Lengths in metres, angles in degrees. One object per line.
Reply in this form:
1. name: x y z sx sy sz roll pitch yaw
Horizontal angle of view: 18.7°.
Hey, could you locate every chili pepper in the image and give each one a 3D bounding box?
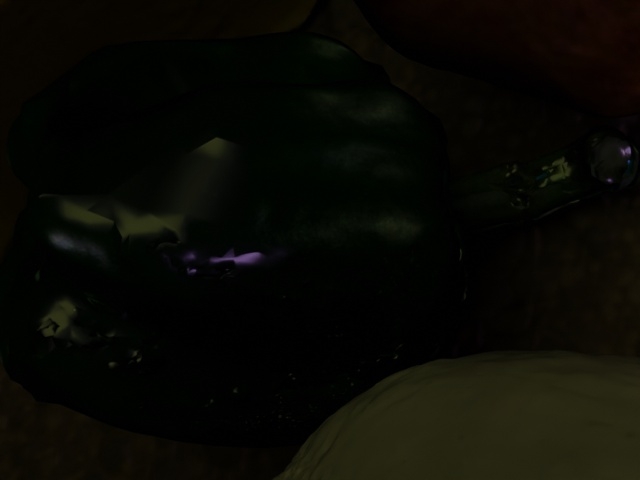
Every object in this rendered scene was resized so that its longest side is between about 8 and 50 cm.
1. chili pepper: 0.000 0.000 0.791 0.174 0.261 0.165 -150 64 -67

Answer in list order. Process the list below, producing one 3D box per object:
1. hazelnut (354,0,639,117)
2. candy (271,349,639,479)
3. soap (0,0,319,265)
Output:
1. hazelnut: 0.114 -0.158 0.774 0.233 0.218 0.218 3 72 16
2. candy: 0.080 0.172 0.666 0.295 0.185 0.296 -8 67 20
3. soap: -0.148 -0.205 0.954 0.293 0.156 0.335 -41 56 7
